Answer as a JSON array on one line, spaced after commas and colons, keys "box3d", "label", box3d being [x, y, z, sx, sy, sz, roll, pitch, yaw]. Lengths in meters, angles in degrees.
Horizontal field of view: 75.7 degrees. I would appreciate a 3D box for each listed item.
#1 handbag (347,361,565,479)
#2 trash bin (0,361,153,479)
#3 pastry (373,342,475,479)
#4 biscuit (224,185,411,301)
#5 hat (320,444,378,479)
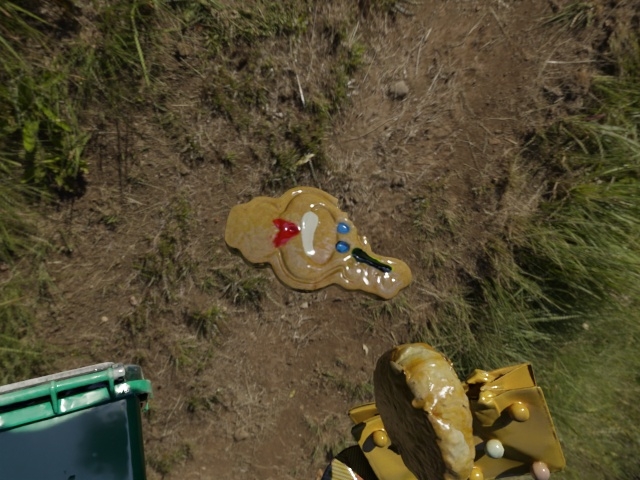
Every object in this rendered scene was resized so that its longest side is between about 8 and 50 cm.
[{"box3d": [0.283, 0.419, 0.885, 0.400, 0.133, 0.283, -19, 115, 15], "label": "handbag"}, {"box3d": [-0.352, 0.390, 0.588, 0.258, 0.295, 0.382, -8, 63, -31], "label": "trash bin"}, {"box3d": [0.157, 0.268, 0.641, 0.100, 0.229, 0.219, -15, 86, -18], "label": "pastry"}, {"box3d": [-0.001, 0.008, 0.690, 0.319, 0.047, 0.184, 30, 68, 5], "label": "biscuit"}, {"box3d": [0.093, 0.590, 0.959, 0.192, 0.082, 0.193, -2, 94, -33], "label": "hat"}]
